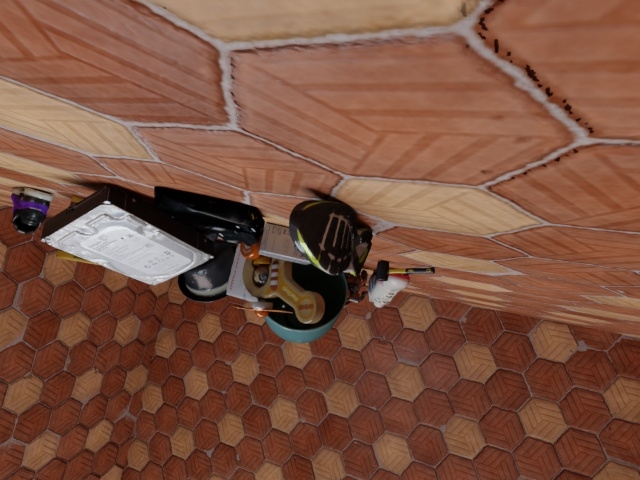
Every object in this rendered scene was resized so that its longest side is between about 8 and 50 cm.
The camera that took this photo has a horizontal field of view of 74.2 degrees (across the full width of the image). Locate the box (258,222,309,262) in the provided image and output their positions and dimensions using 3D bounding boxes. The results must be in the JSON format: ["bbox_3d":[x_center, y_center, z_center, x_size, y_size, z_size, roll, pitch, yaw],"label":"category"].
[{"bbox_3d":[-0.081,0.011,1.061,0.137,0.072,0.126,14,173,-9],"label":"box"}]

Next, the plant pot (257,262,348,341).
[{"bbox_3d":[-0.066,0.214,1.436,0.293,0.293,0.235,11,145,3],"label":"plant pot"}]

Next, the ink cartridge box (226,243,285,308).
[{"bbox_3d":[-0.226,0.137,1.683,0.131,0.226,0.306,19,171,-38],"label":"ink cartridge box"}]

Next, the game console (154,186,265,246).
[{"bbox_3d":[-0.229,-0.039,0.988,0.213,0.044,0.361,12,169,2],"label":"game console"}]

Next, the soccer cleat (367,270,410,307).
[{"bbox_3d":[0.255,0.188,1.609,0.116,0.143,0.331,12,173,-3],"label":"soccer cleat"}]

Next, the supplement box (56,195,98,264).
[{"bbox_3d":[-0.763,-0.028,1.386,0.129,0.194,0.191,15,172,-28],"label":"supplement box"}]

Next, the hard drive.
[{"bbox_3d":[-0.473,0.004,1.079,0.236,0.064,0.339,-23,145,20],"label":"hard drive"}]

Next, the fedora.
[{"bbox_3d":[-0.477,0.106,1.854,0.334,0.334,0.153,10,142,15],"label":"fedora"}]

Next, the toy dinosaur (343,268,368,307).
[{"bbox_3d":[0.059,0.190,1.656,0.218,0.164,0.322,30,-155,22],"label":"toy dinosaur"}]

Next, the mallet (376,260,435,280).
[{"bbox_3d":[0.248,0.081,1.256,0.189,0.062,0.039,-13,160,38],"label":"mallet"}]

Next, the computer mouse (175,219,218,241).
[{"bbox_3d":[-0.367,-0.028,1.231,0.188,0.072,0.272,13,173,-17],"label":"computer mouse"}]

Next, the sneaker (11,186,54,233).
[{"bbox_3d":[-0.994,-0.096,1.428,0.102,0.146,0.293,18,170,-39],"label":"sneaker"}]

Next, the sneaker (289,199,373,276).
[{"bbox_3d":[0.000,0.000,0.723,0.121,0.111,0.300,14,172,20],"label":"sneaker"}]

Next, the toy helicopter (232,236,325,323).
[{"bbox_3d":[-0.118,0.136,1.171,0.140,0.235,0.355,19,-171,-44],"label":"toy helicopter"}]
